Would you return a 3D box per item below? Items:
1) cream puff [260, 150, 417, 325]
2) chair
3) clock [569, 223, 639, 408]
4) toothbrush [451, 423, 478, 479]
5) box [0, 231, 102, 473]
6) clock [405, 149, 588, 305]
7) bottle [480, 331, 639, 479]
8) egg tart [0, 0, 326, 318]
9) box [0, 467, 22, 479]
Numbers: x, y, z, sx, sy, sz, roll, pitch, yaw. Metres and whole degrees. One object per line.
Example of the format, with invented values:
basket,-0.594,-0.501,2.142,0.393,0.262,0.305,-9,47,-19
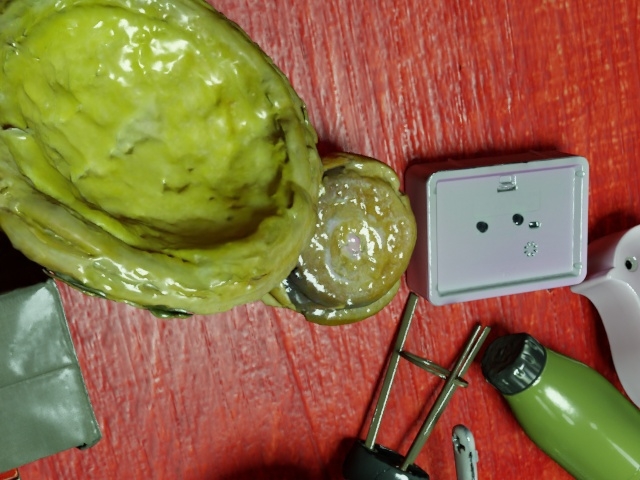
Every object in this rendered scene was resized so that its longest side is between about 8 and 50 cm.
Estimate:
cream puff,0.000,0.000,1.101,0.189,0.129,0.189,-1,92,-26
chair,0.112,0.179,1.210,0.095,0.104,0.221,29,88,-42
clock,0.456,0.073,1.286,0.290,0.080,0.275,-35,91,-25
toothbrush,0.169,0.385,1.271,0.040,0.042,0.418,-20,120,-22
box,-0.296,0.095,0.952,0.149,0.231,0.155,-18,109,-16
clock,0.193,-0.019,1.207,0.197,0.063,0.150,-8,105,-20
bottle,0.288,0.198,1.265,0.260,0.112,0.112,40,86,-26
egg tart,-0.161,-0.074,0.959,0.345,0.132,0.345,17,55,-25
box,-0.336,0.265,1.078,0.100,0.048,0.152,-19,111,-18
